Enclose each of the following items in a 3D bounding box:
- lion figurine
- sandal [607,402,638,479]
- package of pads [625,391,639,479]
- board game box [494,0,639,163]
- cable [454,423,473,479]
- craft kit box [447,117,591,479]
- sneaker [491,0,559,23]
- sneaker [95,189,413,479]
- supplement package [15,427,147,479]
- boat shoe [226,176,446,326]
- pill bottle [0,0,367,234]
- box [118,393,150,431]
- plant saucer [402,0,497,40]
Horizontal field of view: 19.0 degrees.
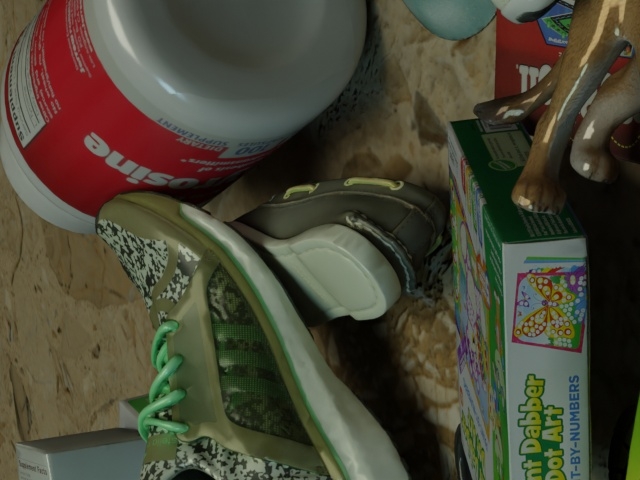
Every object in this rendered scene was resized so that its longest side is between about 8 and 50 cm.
[{"bbox_3d":[0.214,-0.097,1.014,0.392,0.142,0.240,40,121,51],"label":"lion figurine"},{"bbox_3d":[0.212,0.172,1.212,0.072,0.049,0.180,-101,4,-56],"label":"sandal"},{"bbox_3d":[0.276,0.204,1.032,0.296,0.101,0.229,38,127,56],"label":"package of pads"},{"bbox_3d":[0.195,-0.124,1.212,0.281,0.027,0.145,22,116,61],"label":"board game box"},{"bbox_3d":[0.154,0.268,1.369,0.139,0.072,0.287,91,171,-52],"label":"cable"},{"bbox_3d":[0.125,0.072,1.226,0.250,0.061,0.246,-100,3,-70],"label":"craft kit box"},{"bbox_3d":[0.127,-0.263,1.109,0.110,0.118,0.292,135,150,-69],"label":"sneaker"},{"bbox_3d":[-0.089,0.130,1.531,0.410,0.182,0.158,51,158,24],"label":"sneaker"},{"bbox_3d":[-0.201,0.264,1.709,0.105,0.105,0.179,178,87,-65],"label":"supplement package"},{"bbox_3d":[0.003,0.003,1.550,0.109,0.091,0.305,51,161,-16],"label":"boat shoe"},{"bbox_3d":[-0.142,-0.141,1.656,0.408,0.229,0.229,-33,65,61],"label":"pill bottle"},{"bbox_3d":[-0.081,0.283,1.734,0.262,0.127,0.231,-147,54,-59],"label":"box"},{"bbox_3d":[0.081,-0.243,1.405,0.195,0.037,0.194,17,109,61],"label":"plant saucer"}]
